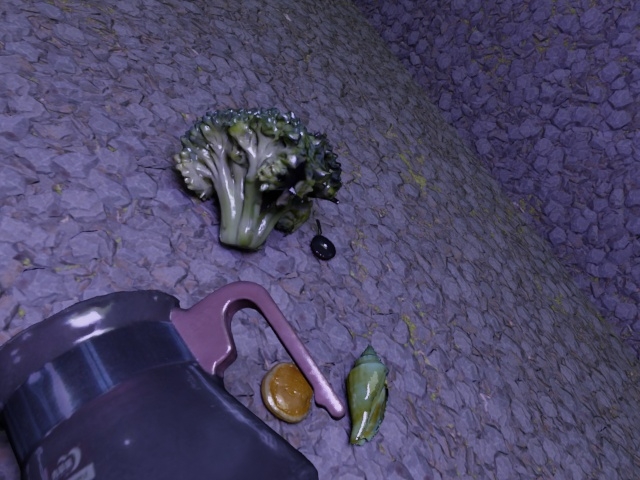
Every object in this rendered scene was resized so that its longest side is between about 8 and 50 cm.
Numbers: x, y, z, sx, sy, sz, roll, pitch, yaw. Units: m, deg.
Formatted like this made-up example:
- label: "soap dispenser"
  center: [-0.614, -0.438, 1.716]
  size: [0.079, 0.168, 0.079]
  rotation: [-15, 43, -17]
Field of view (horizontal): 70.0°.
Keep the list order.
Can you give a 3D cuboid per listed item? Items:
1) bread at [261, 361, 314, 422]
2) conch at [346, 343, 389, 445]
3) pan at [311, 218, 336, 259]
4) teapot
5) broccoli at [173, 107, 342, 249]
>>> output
- label: "bread"
  center: [-0.056, 0.269, 0.815]
  size: [0.110, 0.024, 0.110]
  rotation: [23, 41, -22]
- label: "conch"
  center: [0.094, 0.292, 0.885]
  size: [0.095, 0.079, 0.201]
  rotation: [30, 56, -35]
- label: "pan"
  center: [0.000, 0.000, 1.115]
  size: [0.068, 0.023, 0.115]
  rotation: [11, 51, -33]
- label: "teapot"
  center: [-0.168, 0.231, 0.520]
  size: [0.376, 0.306, 0.362]
  rotation: [-34, 69, -16]
- label: "broccoli"
  center: [-0.128, -0.122, 0.948]
  size: [0.347, 0.293, 0.281]
  rotation: [12, 85, -18]
